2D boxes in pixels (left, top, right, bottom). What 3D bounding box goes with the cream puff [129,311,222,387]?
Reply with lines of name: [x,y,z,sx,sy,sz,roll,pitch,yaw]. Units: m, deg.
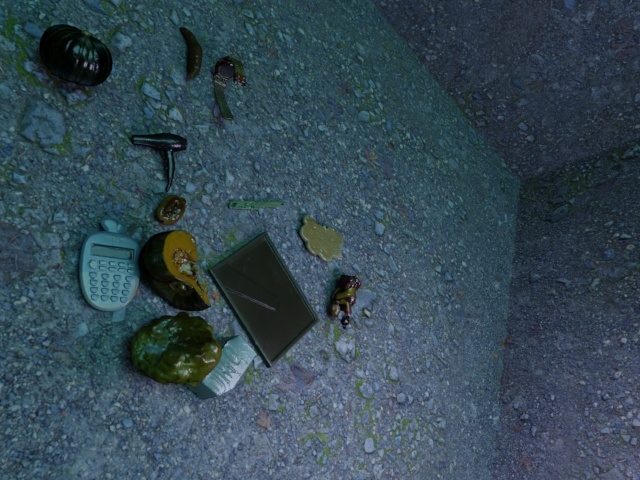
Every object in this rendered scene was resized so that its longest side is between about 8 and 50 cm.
cream puff: [-0.454,0.362,1.538,0.281,0.185,0.282,9,34,-6]

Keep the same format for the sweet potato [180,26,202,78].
sweet potato: [-0.520,-0.762,1.996,0.078,0.058,0.256,-4,73,-23]

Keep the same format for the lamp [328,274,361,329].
lamp: [0.100,0.270,2.152,0.118,0.118,0.253,38,55,-26]

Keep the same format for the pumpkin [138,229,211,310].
pumpkin: [-0.475,0.092,1.652,0.280,0.139,0.190,53,32,-35]

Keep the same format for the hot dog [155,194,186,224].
hot dog: [-0.531,-0.114,1.746,0.090,0.060,0.140,45,56,-26]

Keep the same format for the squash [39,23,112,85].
squash: [-0.792,-0.598,1.590,0.218,0.218,0.173,18,98,-37]

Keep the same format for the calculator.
calculator: [-0.667,0.074,1.557,0.188,0.042,0.303,12,67,-39]

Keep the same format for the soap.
soap: [-0.343,0.440,1.688,0.145,0.091,0.230,49,47,-17]

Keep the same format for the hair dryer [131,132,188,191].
hair dryer: [-0.575,-0.283,1.772,0.195,0.075,0.219,-3,84,-33]

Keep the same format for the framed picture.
framed picture: [-0.212,0.225,1.933,0.326,0.028,0.446,-37,101,-44]

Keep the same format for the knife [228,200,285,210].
knife: [-0.258,-0.146,2.034,0.293,0.019,0.043,-4,79,-43]

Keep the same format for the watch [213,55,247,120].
watch: [-0.367,-0.630,1.996,0.102,0.165,0.268,12,45,-40]

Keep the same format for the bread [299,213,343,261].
bread: [0.000,0.000,2.205,0.250,0.039,0.182,30,57,-32]
